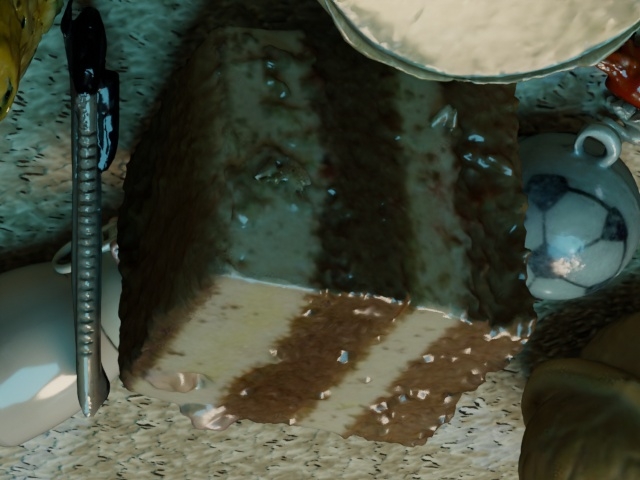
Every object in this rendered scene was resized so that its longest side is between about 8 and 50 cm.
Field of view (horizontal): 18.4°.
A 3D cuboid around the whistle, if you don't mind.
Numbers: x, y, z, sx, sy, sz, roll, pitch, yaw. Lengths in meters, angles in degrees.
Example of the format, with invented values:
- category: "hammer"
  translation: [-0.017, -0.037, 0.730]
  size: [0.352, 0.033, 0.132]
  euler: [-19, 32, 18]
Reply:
- category: "whistle"
  translation: [0.197, 0.002, 1.772]
  size: [0.163, 0.163, 0.289]
  euler: [8, 134, -18]

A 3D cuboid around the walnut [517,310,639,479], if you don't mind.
- category: "walnut"
  translation: [0.325, 0.209, 1.920]
  size: [0.296, 0.285, 0.285]
  euler: [-50, 138, -19]

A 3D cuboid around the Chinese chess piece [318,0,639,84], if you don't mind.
- category: "Chinese chess piece"
  translation: [0.135, -0.274, 1.489]
  size: [0.338, 0.140, 0.338]
  euler: [-7, 135, -7]

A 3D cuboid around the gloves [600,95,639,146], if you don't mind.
- category: "gloves"
  translation: [0.281, -0.103, 1.762]
  size: [0.044, 0.037, 0.081]
  euler: [-36, 134, 17]

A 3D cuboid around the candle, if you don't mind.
- category: "candle"
  translation: [0.331, -0.117, 1.744]
  size: [0.302, 0.059, 0.084]
  euler: [22, 118, -29]

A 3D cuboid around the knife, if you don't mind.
- category: "knife"
  translation: [-0.187, -0.018, 1.635]
  size: [0.043, 0.089, 0.365]
  euler: [3, 112, 3]

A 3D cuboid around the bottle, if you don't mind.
- category: "bottle"
  translation: [-0.216, 0.074, 1.778]
  size: [0.236, 0.147, 0.147]
  euler: [-27, 134, 5]

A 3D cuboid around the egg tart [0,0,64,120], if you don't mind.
- category: "egg tart"
  translation: [-0.334, -0.132, 1.482]
  size: [0.341, 0.129, 0.341]
  euler: [-28, 151, -17]

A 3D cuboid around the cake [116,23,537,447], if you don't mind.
- category: "cake"
  translation: [0.000, 0.000, 1.617]
  size: [0.290, 0.255, 0.282]
  euler: [9, 148, -22]
